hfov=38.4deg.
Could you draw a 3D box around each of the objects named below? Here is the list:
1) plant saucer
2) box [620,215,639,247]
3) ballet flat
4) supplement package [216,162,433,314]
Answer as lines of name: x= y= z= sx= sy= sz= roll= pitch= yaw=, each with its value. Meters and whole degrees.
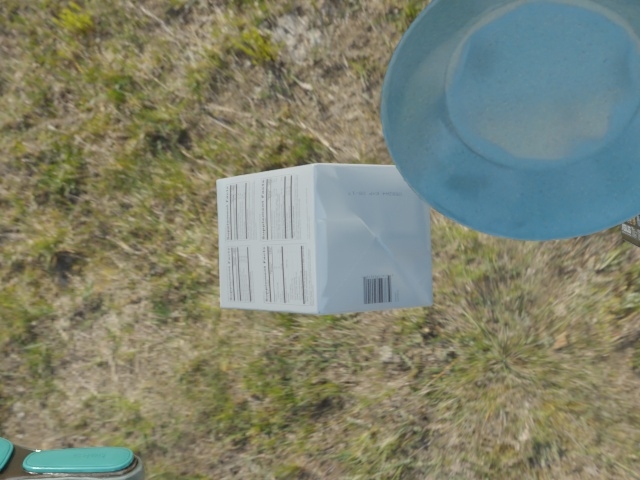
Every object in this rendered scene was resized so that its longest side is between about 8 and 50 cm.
plant saucer: x=0.134 y=-0.085 z=0.548 sx=0.194 sy=0.195 sz=0.037 roll=-4 pitch=39 yaw=11
box: x=0.419 y=-0.092 z=1.127 sx=0.060 sy=0.270 sz=0.216 roll=-8 pitch=97 yaw=5
ballet flat: x=-0.254 y=0.204 z=0.769 sx=0.213 sy=0.072 sz=0.068 roll=5 pitch=105 yaw=1
supplement package: x=0.000 y=0.000 z=1.318 sx=0.262 sy=0.199 sz=0.198 roll=-3 pitch=89 yaw=55
